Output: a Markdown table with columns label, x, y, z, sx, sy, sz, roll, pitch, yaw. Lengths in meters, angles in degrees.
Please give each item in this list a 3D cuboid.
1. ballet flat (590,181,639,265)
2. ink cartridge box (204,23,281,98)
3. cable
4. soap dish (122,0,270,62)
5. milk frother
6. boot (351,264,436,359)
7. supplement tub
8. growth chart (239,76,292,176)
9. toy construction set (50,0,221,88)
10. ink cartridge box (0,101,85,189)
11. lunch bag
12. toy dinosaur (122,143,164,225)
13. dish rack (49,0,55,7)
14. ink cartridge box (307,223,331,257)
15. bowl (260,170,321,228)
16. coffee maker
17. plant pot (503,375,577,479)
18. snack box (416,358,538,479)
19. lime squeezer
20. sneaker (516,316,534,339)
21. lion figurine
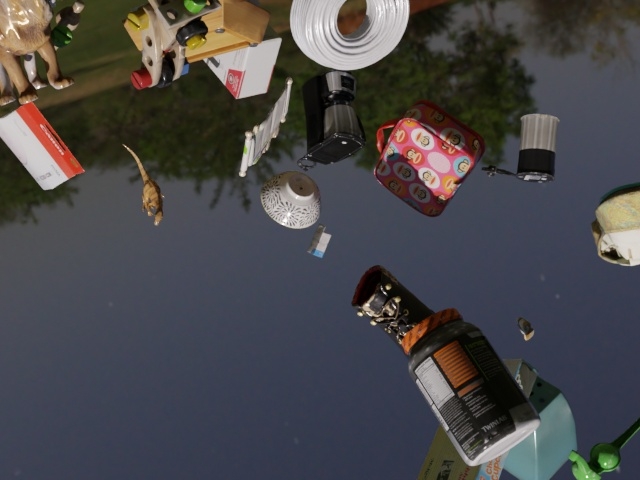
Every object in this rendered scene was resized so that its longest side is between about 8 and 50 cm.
| label | x | y | z | sx | sy | sz | roll | pitch | yaw |
| --- | --- | --- | --- | --- | --- | --- | --- | --- | --- |
| ballet flat | 0.524 | -0.017 | 1.596 | 0.123 | 0.123 | 0.348 | -18 | 170 | 8 |
| ink cartridge box | -0.247 | -0.570 | 2.693 | 0.114 | 0.273 | 0.197 | -18 | 146 | -33 |
| cable | 0.066 | -0.487 | 2.030 | 0.257 | 0.257 | 0.089 | -50 | -139 | 8 |
| soap dish | -0.299 | -0.524 | 2.315 | 0.291 | 0.118 | 0.229 | -9 | 175 | 25 |
| milk frother | 0.434 | -0.199 | 2.050 | 0.143 | 0.134 | 0.129 | 9 | 170 | -13 |
| boot | 0.213 | 0.224 | 2.263 | 0.138 | 0.284 | 0.377 | -44 | -166 | 20 |
| supplement tub | 0.195 | 0.192 | 1.257 | 0.117 | 0.190 | 0.117 | -26 | 155 | -13 |
| growth chart | -0.116 | -0.243 | 2.051 | 0.237 | 0.021 | 0.172 | -60 | 173 | -40 |
| toy construction set | -0.325 | -0.420 | 1.658 | 0.309 | 0.257 | 0.237 | -1 | 169 | -32 |
| ink cartridge box | -0.616 | -0.201 | 2.051 | 0.066 | 0.189 | 0.232 | -41 | -162 | -18 |
| lunch bag | 0.258 | -0.215 | 2.426 | 0.120 | 0.258 | 0.293 | -54 | 176 | -34 |
| toy dinosaur | -0.414 | -0.130 | 2.305 | 0.064 | 0.211 | 0.112 | -21 | 161 | -18 |
| dish rack | -0.755 | -0.527 | 2.060 | 0.333 | 0.072 | 0.285 | 6 | -179 | -14 |
| ink cartridge box | 0.000 | 0.000 | 2.547 | 0.028 | 0.083 | 0.048 | 22 | -178 | -26 |
| bowl | -0.062 | -0.123 | 2.460 | 0.170 | 0.170 | 0.080 | -29 | 166 | -36 |
| coffee maker | 0.009 | -0.274 | 2.118 | 0.171 | 0.178 | 0.120 | -15 | 154 | 21 |
| plant pot | 0.502 | 0.438 | 2.262 | 0.166 | 0.234 | 0.165 | -37 | -133 | -25 |
| snack box | 0.327 | 0.403 | 1.993 | 0.187 | 0.060 | 0.321 | -15 | -137 | 58 |
| lime squeezer | 0.517 | 0.386 | 1.742 | 0.059 | 0.109 | 0.310 | 21 | -159 | 41 |
| sneaker | 0.546 | 0.233 | 2.526 | 0.032 | 0.083 | 0.037 | -37 | -133 | -13 |
| lion figurine | -0.542 | -0.367 | 1.648 | 0.142 | 0.240 | 0.392 | -31 | -160 | -30 |
